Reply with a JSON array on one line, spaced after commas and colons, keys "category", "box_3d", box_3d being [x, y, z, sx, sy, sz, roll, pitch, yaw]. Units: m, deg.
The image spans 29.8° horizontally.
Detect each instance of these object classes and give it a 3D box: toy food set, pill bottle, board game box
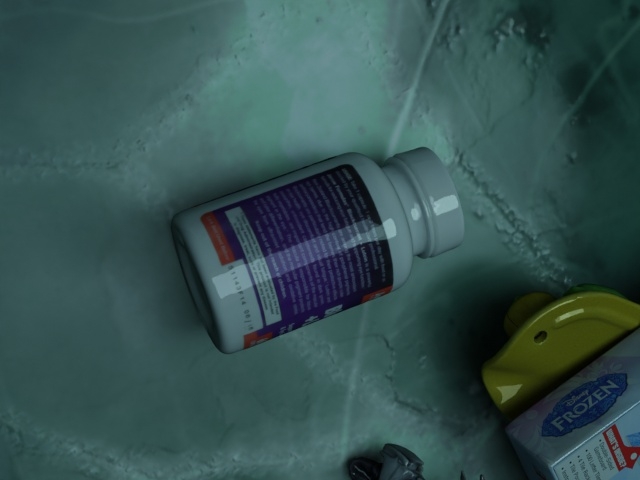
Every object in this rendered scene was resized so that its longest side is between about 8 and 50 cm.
[{"category": "toy food set", "box_3d": [0.214, 0.092, 0.955, 0.218, 0.071, 0.128, 22, 110, -33]}, {"category": "pill bottle", "box_3d": [0.000, 0.000, 0.866, 0.193, 0.108, 0.108, -20, 101, -13]}, {"category": "board game box", "box_3d": [0.336, 0.178, 0.961, 0.318, 0.066, 0.319, -33, 122, -10]}]

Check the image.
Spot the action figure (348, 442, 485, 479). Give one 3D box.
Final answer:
[{"category": "action figure", "box_3d": [0.019, 0.247, 0.910, 0.285, 0.099, 0.185, 5, 88, -20]}]
